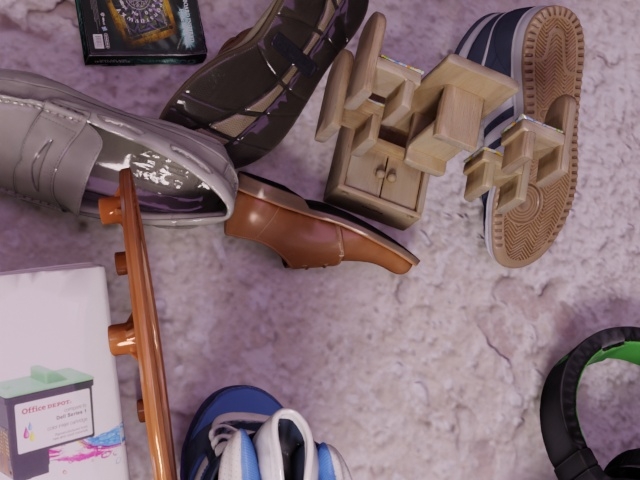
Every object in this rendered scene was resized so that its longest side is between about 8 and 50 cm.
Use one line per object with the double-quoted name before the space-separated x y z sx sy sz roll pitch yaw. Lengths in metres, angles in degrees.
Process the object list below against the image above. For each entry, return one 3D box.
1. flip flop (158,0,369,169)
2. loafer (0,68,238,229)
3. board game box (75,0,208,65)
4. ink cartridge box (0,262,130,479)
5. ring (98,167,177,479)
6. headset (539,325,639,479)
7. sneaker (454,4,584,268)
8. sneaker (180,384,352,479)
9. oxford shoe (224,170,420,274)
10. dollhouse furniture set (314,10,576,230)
"flip flop" -0.059 -0.181 1.182 0.112 0.080 0.277 43 78 -24
"loafer" -0.227 -0.079 1.051 0.320 0.111 0.112 9 112 -19
"board game box" -0.193 -0.270 1.193 0.126 0.026 0.186 -4 74 -24
"ink cartridge box" -0.226 0.178 0.923 0.117 0.201 0.278 -4 74 -21
"ring" -0.141 0.109 0.917 0.032 0.336 0.336 -8 75 -7
"headset" 0.369 0.283 1.199 0.243 0.185 0.394 -12 62 -32
"sneaker" 0.206 -0.119 1.281 0.099 0.153 0.282 1 102 -25
"sneaker" -0.035 0.183 0.922 0.130 0.236 0.322 6 40 -12
"oxford shoe" 0.000 0.000 1.169 0.212 0.076 0.076 20 96 -18
"dollhouse furniture set" 0.106 -0.134 1.149 0.212 0.242 0.161 20 65 -16
